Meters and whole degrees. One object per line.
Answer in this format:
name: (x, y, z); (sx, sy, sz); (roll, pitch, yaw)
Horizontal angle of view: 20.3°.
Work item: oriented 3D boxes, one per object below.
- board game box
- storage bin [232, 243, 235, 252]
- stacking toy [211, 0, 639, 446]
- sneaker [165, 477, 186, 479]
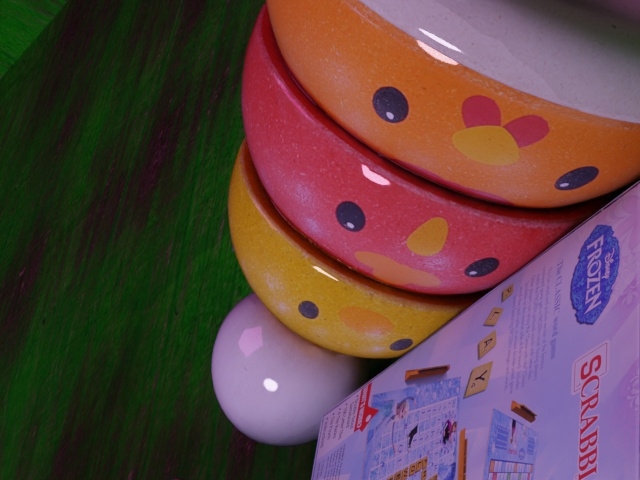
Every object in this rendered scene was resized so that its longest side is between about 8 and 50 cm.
board game box: (0.099, 0.163, 1.052); (0.318, 0.066, 0.319); (-40, 26, 37)
storage bin: (0.000, 0.000, 1.474); (0.098, 0.091, 0.135); (-62, 21, -16)
stacking toy: (0.056, -0.035, 1.226); (0.351, 0.350, 0.480); (-89, 20, -55)
sneaker: (-0.210, 0.314, 1.481); (0.296, 0.131, 0.112); (-34, -6, 3)
